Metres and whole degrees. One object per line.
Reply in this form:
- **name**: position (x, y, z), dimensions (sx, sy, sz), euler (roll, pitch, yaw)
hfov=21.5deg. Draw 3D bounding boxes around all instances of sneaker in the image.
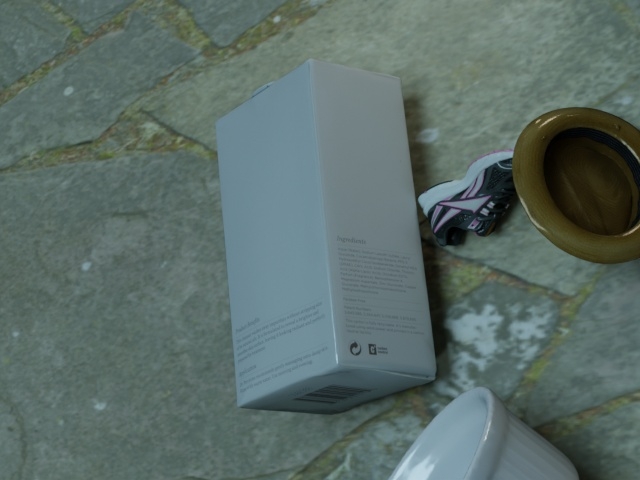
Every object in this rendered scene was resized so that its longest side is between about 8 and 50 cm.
- **sneaker**: position (0.194, -0.046, 1.955), dimensions (0.178, 0.072, 0.077), euler (-33, 64, 46)

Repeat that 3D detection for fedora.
- **fedora**: position (0.288, -0.050, 1.832), dimensions (0.079, 0.194, 0.194), euler (111, 148, -60)

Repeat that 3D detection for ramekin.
- **ramekin**: position (0.151, 0.305, 1.774), dimensions (0.277, 0.135, 0.277), euler (-54, 8, 11)

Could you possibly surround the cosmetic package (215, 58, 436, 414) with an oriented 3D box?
- **cosmetic package**: position (0.000, 0.000, 2.029), dimensions (0.217, 0.156, 0.384), euler (-25, 62, 49)
